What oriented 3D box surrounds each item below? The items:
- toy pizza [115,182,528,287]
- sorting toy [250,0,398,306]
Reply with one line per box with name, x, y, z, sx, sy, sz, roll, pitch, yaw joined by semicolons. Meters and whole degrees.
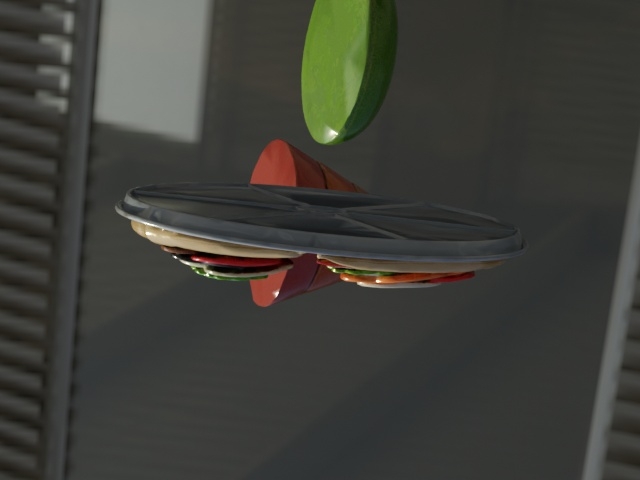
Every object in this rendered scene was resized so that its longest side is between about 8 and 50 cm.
toy pizza;0.000;0.000;0.964;0.201;0.032;0.201;6;-173;-1
sorting toy;0.056;-0.102;1.363;0.126;0.365;0.127;8;-144;-20
